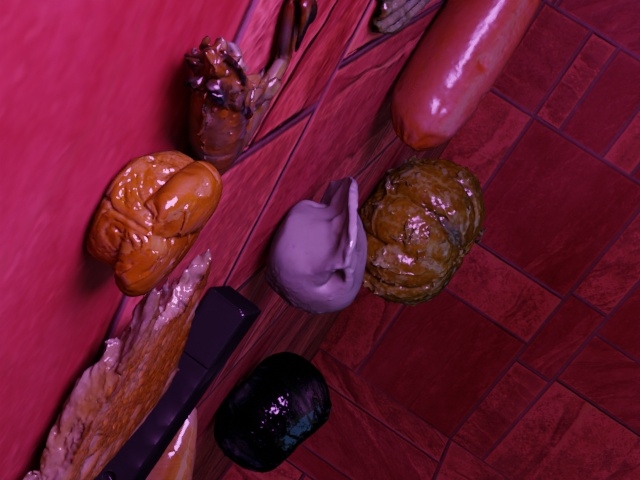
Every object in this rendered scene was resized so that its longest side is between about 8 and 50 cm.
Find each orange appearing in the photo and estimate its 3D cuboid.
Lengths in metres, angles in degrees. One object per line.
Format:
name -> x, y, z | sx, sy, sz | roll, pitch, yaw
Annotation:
orange -> 0.179, -0.015, 1.642 | 0.301, 0.223, 0.300 | -54, 158, -16

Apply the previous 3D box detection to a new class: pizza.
pizza -> -0.148, 0.105, 0.627 | 0.181, 0.034, 0.262 | -50, 172, -46

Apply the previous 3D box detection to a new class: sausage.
sausage -> 0.173, -0.226, 1.032 | 0.259, 0.114, 0.113 | -58, 174, 6

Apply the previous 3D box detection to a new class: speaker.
speaker -> -0.142, 0.147, 0.838 | 0.218, 0.044, 0.082 | -56, 174, 2

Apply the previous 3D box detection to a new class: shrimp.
shrimp -> -0.034, -0.097, 0.471 | 0.124, 0.034, 0.178 | -57, 176, -13

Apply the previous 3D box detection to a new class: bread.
bread -> -0.087, -0.011, 0.453 | 0.083, 0.046, 0.081 | -56, 176, -11

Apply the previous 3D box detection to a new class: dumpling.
dumpling -> -0.012, 0.006, 0.934 | 0.108, 0.152, 0.219 | -5, 167, -24

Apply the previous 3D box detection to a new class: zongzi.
zongzi -> -0.189, 0.282, 0.987 | 0.197, 0.099, 0.194 | -61, 176, -20

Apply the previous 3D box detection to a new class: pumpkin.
pumpkin -> -0.087, 0.308, 1.535 | 0.233, 0.163, 0.233 | -44, 173, -7

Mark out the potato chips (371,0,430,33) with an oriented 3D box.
potato chips -> 0.108, -0.257, 0.759 | 0.207, 0.028, 0.092 | -52, 174, -18
